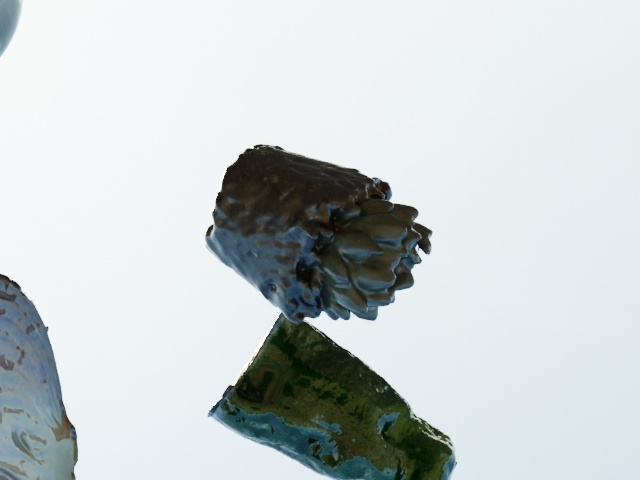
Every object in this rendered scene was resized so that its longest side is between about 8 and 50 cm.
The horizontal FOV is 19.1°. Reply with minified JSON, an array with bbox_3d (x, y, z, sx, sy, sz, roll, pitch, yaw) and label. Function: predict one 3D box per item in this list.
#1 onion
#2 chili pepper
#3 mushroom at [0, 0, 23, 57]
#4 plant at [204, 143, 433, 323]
[{"bbox_3d":[-0.209,0.114,0.979,0.098,0.206,0.151,-3,173,37],"label":"onion"},{"bbox_3d":[0.035,0.196,1.918,0.136,0.270,0.099,-55,177,-19],"label":"chili pepper"},{"bbox_3d":[-0.386,-0.213,1.674,0.243,0.244,0.243,-6,-159,3],"label":"mushroom"},{"bbox_3d":[0.000,0.000,1.701,0.194,0.132,0.129,27,-153,19],"label":"plant"}]
